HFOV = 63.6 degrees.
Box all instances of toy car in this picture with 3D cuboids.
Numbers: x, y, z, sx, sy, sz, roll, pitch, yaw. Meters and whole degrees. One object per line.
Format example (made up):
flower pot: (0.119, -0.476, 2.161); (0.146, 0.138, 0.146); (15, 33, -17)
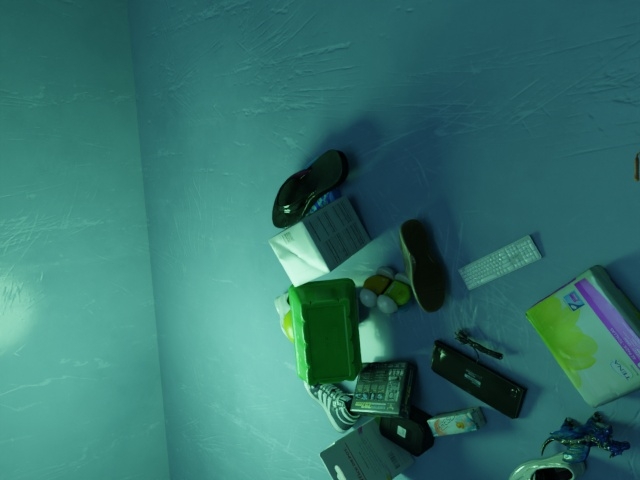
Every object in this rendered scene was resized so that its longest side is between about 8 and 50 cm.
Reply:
toy car: (0.235, 0.187, 1.760); (0.181, 0.159, 0.136); (16, 143, 43)

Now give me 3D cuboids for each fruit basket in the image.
fruit basket: (0.000, 0.323, 1.895); (0.392, 0.282, 0.393); (175, 90, -88)

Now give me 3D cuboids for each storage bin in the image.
storage bin: (0.304, 0.651, 1.805); (0.180, 0.084, 0.122); (19, 111, 43)

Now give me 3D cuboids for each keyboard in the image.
keyboard: (0.487, 0.395, 1.604); (0.317, 0.033, 0.202); (26, 122, 39)
keyboard: (0.521, 0.069, 1.516); (0.256, 0.014, 0.072); (-35, 72, 44)

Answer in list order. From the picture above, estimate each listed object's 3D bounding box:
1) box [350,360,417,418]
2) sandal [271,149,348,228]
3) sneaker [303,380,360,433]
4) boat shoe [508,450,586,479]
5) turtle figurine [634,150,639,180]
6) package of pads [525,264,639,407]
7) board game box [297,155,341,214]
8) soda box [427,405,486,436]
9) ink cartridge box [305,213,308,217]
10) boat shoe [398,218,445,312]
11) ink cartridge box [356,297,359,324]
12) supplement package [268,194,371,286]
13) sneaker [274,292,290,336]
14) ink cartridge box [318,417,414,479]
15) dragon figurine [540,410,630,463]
box: (0.221, 0.523, 1.816); (0.232, 0.059, 0.184); (-17, 47, 46)
sandal: (-0.076, -0.195, 1.929); (0.445, 0.106, 0.168); (-39, 61, 40)
sneaker: (0.053, 0.610, 2.042); (0.282, 0.099, 0.153); (52, 135, 17)
boat shoe: (0.630, 0.685, 1.471); (0.267, 0.088, 0.096); (-45, 66, 41)
turtle figurine: (0.832, -0.115, 1.107); (0.217, 0.087, 0.270); (-34, 65, 36)
package of pads: (0.696, 0.247, 1.308); (0.229, 0.101, 0.297); (-49, 63, 39)
board game box: (-0.007, -0.195, 1.983); (0.160, 0.047, 0.211); (-31, 75, 45)
soda box: (0.438, 0.587, 1.668); (0.183, 0.062, 0.058); (-33, 75, 44)
ink cartridge box: (-0.086, -0.070, 2.061); (0.145, 0.045, 0.180); (-30, 78, 65)
boat shoe: (0.323, 0.083, 1.673); (0.098, 0.109, 0.303); (112, 141, -83)
ink cartridge box: (0.063, 0.267, 1.993); (0.180, 0.060, 0.104); (4, 102, 45)
supplement package: (0.000, 0.000, 1.829); (0.199, 0.262, 0.198); (-26, 96, 45)
sneaker: (-0.124, 0.322, 2.193); (0.094, 0.080, 0.212); (-33, 72, 32)
ink cartridge box: (0.140, 0.776, 1.802); (0.207, 0.353, 0.119); (57, 132, 21)
dragon figurine: (0.669, 0.527, 1.359); (0.289, 0.143, 0.085); (-36, 72, 44)
